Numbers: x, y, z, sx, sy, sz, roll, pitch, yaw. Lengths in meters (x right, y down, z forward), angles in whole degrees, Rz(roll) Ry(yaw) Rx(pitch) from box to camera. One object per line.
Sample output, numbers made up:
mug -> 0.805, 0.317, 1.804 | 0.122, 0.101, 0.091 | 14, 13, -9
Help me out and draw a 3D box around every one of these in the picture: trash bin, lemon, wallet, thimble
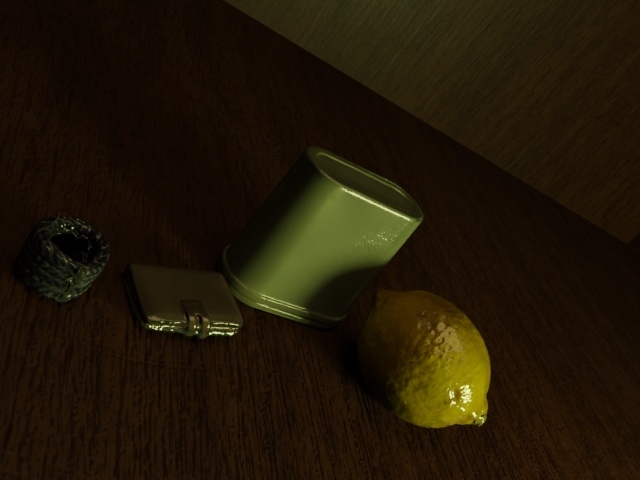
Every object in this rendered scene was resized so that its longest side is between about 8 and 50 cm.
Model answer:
trash bin -> 0.000, 0.000, 1.107 | 0.243, 0.247, 0.121 | 21, 30, -31
lemon -> 0.159, 0.180, 1.095 | 0.257, 0.188, 0.188 | 51, 28, 17
wallet -> -0.185, 0.082, 0.969 | 0.152, 0.039, 0.118 | 12, 35, -38
thimble -> -0.313, 0.019, 0.870 | 0.095, 0.066, 0.104 | 31, 24, -20
